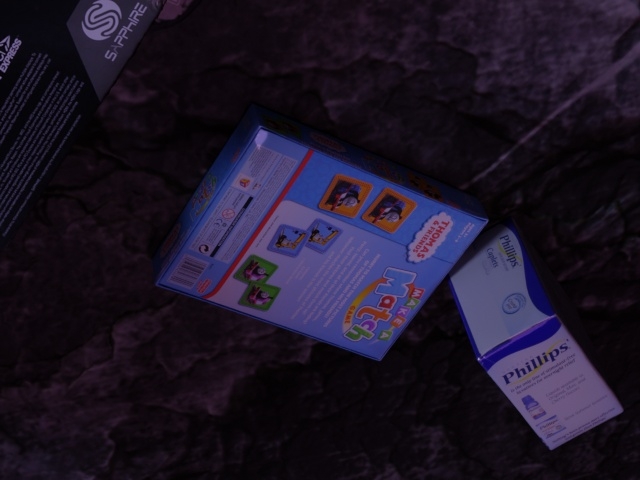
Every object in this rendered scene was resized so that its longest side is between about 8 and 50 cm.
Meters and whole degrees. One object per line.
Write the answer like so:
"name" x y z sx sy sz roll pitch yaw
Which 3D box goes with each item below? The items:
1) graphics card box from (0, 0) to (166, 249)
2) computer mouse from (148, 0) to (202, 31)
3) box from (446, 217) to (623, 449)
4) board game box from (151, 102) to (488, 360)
"graphics card box" -0.287 -0.167 0.785 0.371 0.094 0.233 28 129 -15
"computer mouse" -0.044 -0.247 0.881 0.184 0.060 0.262 15 111 -17
"box" 0.170 0.076 1.139 0.072 0.126 0.137 -31 127 12
"board game box" 0.000 0.000 1.092 0.212 0.039 0.160 22 119 -27
